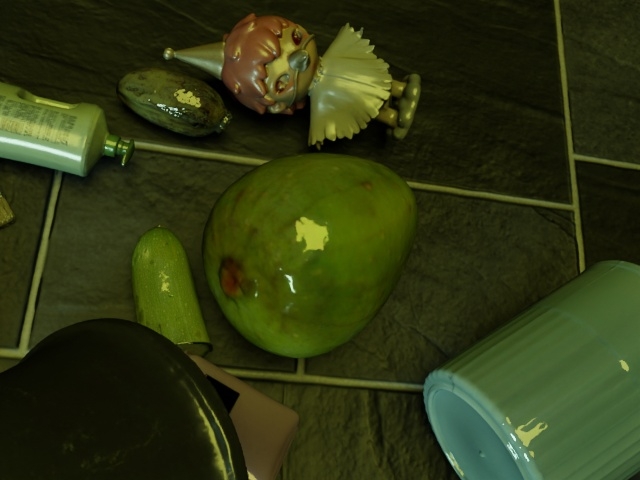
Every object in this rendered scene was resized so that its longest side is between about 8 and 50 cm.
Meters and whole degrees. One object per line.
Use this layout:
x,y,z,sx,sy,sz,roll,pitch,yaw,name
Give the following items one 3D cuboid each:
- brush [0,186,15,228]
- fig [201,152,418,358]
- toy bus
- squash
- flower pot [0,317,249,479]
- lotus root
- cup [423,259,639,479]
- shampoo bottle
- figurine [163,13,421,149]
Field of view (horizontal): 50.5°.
-0.484,-0.090,0.957,0.043,0.014,0.170,-26,76,-22,brush
0.000,0.000,0.922,0.326,0.258,0.258,-34,80,-39,fig
-0.141,0.238,0.828,0.202,0.142,0.142,30,45,-2,toy bus
-0.211,0.070,0.925,0.095,0.095,0.188,-10,68,-17,squash
-0.292,0.268,0.651,0.379,0.251,0.379,-1,88,28,flower pot
-0.219,-0.211,1.023,0.179,0.089,0.080,20,60,-4,lotus root
0.331,0.234,0.932,0.311,0.331,0.257,-26,44,-19,cup
-0.382,-0.155,0.963,0.234,0.087,0.118,13,51,-9,shampoo bottle
-0.040,-0.262,1.041,0.387,0.166,0.207,17,88,-9,figurine
